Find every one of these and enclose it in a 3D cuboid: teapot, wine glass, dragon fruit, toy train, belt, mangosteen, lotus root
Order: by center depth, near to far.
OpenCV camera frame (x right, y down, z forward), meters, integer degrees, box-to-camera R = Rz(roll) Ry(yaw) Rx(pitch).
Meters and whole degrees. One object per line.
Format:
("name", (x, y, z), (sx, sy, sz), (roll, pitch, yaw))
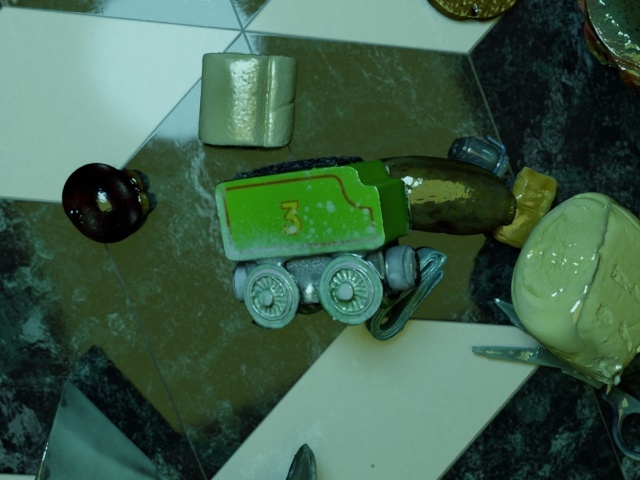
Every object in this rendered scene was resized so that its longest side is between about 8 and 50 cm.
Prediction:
("toy train", (0.000, 0.000, 1.298), (0.307, 0.173, 0.249), (-5, 96, 26))
("wine glass", (-0.224, 0.381, 1.310), (0.406, 0.267, 0.267), (15, 93, -11))
("mangosteen", (-0.325, -0.063, 1.333), (0.140, 0.140, 0.140), (0, 94, -6))
("dragon fruit", (0.532, -0.384, 1.350), (0.268, 0.130, 0.295), (2, 77, 12))
("lotus root", (0.189, -0.073, 1.372), (0.241, 0.124, 0.123), (3, 106, -4))
("belt", (0.128, 0.076, 1.412), (0.100, 0.065, 0.179), (42, 88, -16))
("teapot", (0.266, -0.140, 1.419), (0.083, 0.063, 0.049), (25, 123, -10))

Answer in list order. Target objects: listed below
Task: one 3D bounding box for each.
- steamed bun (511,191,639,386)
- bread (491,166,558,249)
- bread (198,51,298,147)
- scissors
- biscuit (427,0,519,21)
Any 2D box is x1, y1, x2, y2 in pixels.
("steamed bun", (0.419, 0.078, 1.375), (0.232, 0.166, 0.273), (31, 72, -38))
("bread", (0.337, -0.051, 1.424), (0.074, 0.053, 0.132), (26, 93, -7))
("bread", (-0.112, -0.216, 1.327), (0.148, 0.134, 0.141), (6, 98, 6))
("scissors", (0.446, 0.210, 1.467), (0.383, 0.029, 0.256), (19, 89, -7))
("biscuit", (0.249, -0.459, 1.392), (0.212, 0.036, 0.212), (0, 93, -7))
